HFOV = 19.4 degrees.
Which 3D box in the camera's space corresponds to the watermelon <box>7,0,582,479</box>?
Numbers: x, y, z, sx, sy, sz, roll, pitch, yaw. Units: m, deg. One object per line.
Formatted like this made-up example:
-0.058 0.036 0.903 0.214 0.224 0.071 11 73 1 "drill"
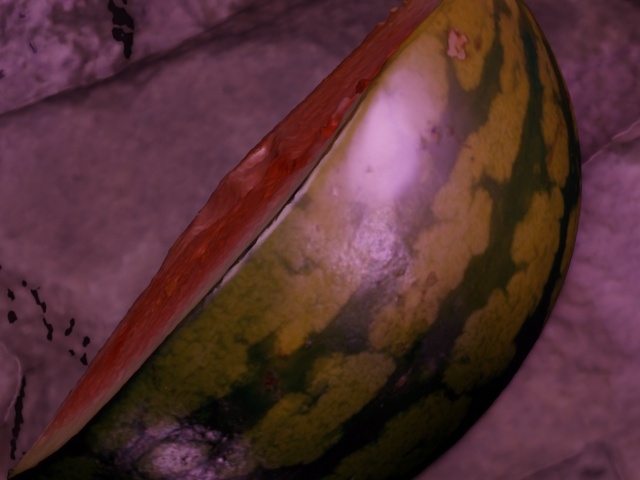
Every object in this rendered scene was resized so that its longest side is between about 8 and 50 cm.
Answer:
0.022 0.017 0.729 0.128 0.159 0.303 41 80 -11 "watermelon"
